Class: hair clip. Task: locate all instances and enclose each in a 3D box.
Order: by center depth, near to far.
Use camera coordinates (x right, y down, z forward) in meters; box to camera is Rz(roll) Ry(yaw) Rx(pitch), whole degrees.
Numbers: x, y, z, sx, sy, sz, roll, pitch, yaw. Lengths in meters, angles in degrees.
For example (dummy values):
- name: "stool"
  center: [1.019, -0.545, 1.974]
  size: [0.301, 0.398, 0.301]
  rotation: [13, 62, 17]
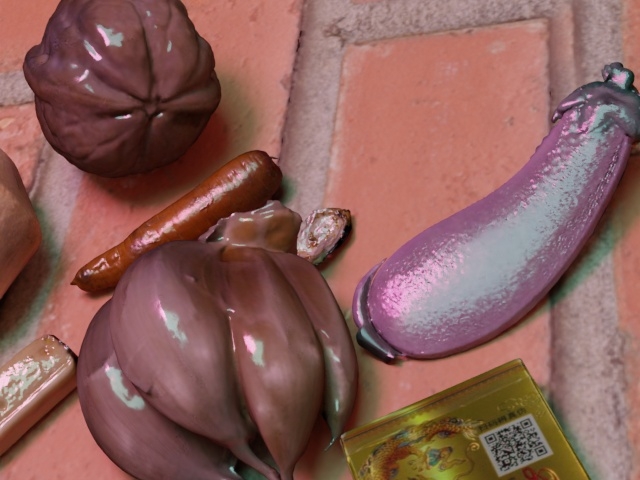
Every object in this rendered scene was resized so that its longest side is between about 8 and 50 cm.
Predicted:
- name: "hair clip"
  center: [0.180, -0.013, 1.170]
  size: [0.358, 0.110, 0.095]
  rotation: [-43, 11, -12]

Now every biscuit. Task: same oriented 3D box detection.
- name: "biscuit"
  center: [-0.306, 0.169, 1.199]
  size: [0.056, 0.052, 0.188]
  rotation: [40, 72, 22]

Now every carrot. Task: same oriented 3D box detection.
- name: "carrot"
  center: [-0.144, -0.013, 1.292]
  size: [0.248, 0.059, 0.059]
  rotation: [-33, 49, -4]

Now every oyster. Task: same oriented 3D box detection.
- name: "oyster"
  center: [0.002, -0.003, 1.254]
  size: [0.054, 0.019, 0.083]
  rotation: [26, 66, 36]

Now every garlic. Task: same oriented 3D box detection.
- name: "garlic"
  center: [-0.092, 0.108, 1.137]
  size: [0.237, 0.210, 0.292]
  rotation: [15, 47, -13]

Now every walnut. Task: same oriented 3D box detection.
- name: "walnut"
  center: [-0.212, -0.172, 1.347]
  size: [0.224, 0.224, 0.224]
  rotation: [-10, 49, 12]

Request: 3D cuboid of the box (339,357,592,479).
- name: "box"
  center: [0.137, 0.233, 0.967]
  size: [0.173, 0.043, 0.311]
  rotation: [-24, 39, -1]

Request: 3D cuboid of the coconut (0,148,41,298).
- name: "coconut"
  center: [-0.397, -0.023, 1.284]
  size: [0.197, 0.237, 0.237]
  rotation: [-22, 35, 52]
